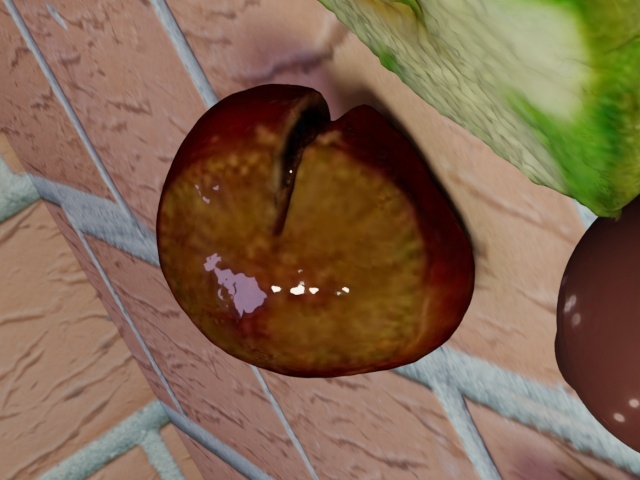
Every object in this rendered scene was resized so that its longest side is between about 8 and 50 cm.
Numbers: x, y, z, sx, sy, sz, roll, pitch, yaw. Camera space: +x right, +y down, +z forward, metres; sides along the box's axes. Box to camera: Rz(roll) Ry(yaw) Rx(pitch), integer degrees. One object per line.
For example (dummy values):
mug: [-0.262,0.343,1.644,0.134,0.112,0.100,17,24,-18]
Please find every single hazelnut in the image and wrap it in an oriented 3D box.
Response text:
hazelnut: [0.000,0.000,1.072,0.204,0.178,0.178,22,155,10]

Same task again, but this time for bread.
bread: [0.016,-0.181,0.609,0.366,0.129,0.382,53,177,-9]

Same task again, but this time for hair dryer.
hair dryer: [0.237,0.116,0.731,0.340,0.123,0.312,44,174,8]
